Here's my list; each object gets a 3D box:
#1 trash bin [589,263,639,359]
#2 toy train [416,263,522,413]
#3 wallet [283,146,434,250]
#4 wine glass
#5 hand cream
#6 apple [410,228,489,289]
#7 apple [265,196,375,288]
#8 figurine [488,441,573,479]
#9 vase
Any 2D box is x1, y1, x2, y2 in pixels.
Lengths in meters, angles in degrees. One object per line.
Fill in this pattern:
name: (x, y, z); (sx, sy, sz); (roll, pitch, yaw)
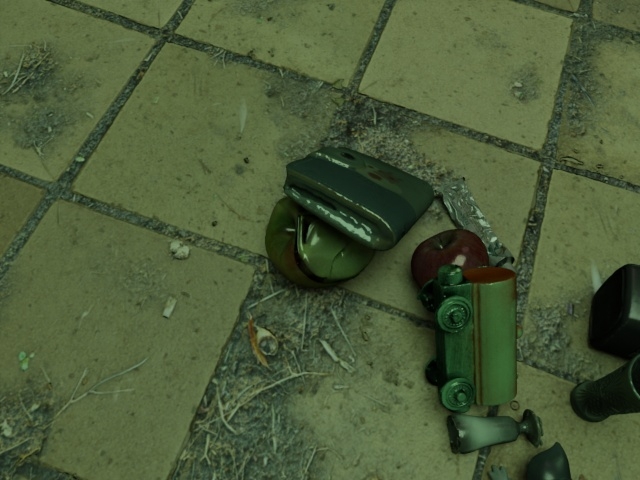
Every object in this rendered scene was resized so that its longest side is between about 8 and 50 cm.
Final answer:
trash bin: (0.680, 0.159, 1.003); (0.290, 0.209, 0.182); (15, 66, 10)
toy train: (0.276, 0.175, 0.964); (0.177, 0.116, 0.285); (-8, 105, -6)
wallet: (0.085, -0.106, 1.063); (0.252, 0.083, 0.360); (31, 25, 11)
wine glass: (0.311, 0.342, 0.966); (0.155, 0.072, 0.072); (-4, 65, -5)
hand cream: (0.341, -0.022, 1.155); (0.084, 0.050, 0.257); (-22, 64, -16)
apple: (0.256, 0.053, 1.061); (0.153, 0.153, 0.120); (-32, 110, -17)
apple: (0.000, 0.000, 1.058); (0.188, 0.174, 0.207); (4, 45, -37)
figurine: (0.332, 0.451, 0.883); (0.265, 0.140, 0.193); (5, 43, -26)
vase: (0.519, 0.264, 0.932); (0.096, 0.219, 0.096); (1, 65, -3)
